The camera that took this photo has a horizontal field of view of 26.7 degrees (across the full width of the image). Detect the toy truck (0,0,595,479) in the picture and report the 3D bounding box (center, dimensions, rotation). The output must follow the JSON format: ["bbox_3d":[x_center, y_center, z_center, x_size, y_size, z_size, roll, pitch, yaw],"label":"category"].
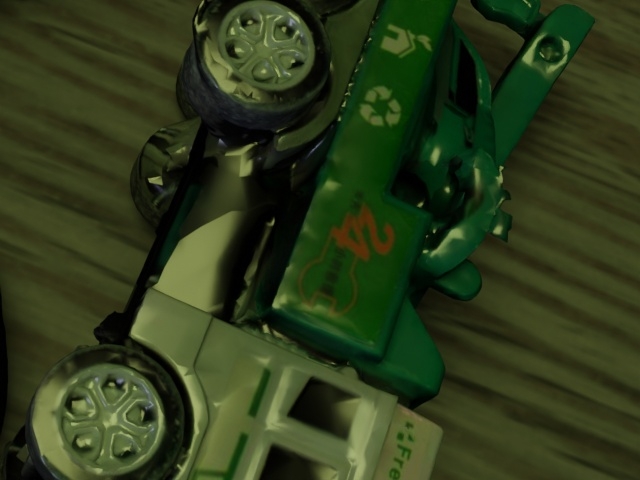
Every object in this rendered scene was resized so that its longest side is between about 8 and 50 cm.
[{"bbox_3d":[-0.007,-0.001,0.605,0.178,0.176,0.363,27,66,-7],"label":"toy truck"}]

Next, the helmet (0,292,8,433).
[{"bbox_3d":[-0.244,0.027,0.584,0.198,0.154,0.253,-19,75,-11],"label":"helmet"}]
